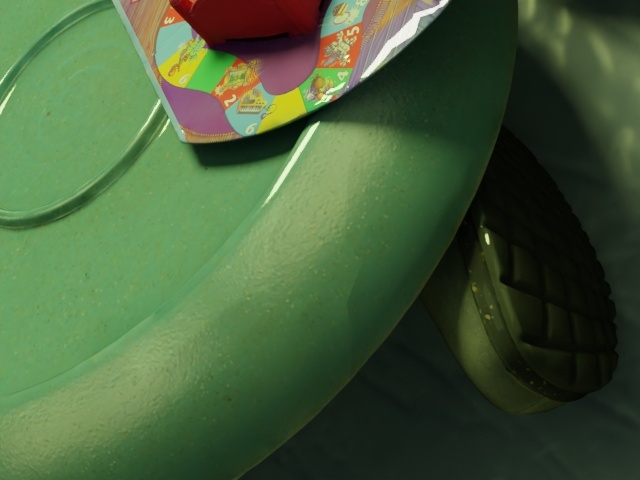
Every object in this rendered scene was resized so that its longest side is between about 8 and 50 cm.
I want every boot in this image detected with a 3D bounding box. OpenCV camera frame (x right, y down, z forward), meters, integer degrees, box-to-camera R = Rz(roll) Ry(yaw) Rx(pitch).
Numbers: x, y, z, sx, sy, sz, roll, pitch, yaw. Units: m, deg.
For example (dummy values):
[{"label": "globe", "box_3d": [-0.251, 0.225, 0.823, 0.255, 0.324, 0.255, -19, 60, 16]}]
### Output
[{"label": "boot", "box_3d": [0.000, 0.000, 0.521, 0.161, 0.083, 0.246, -40, 44, 19]}]

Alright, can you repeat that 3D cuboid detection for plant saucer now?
[{"label": "plant saucer", "box_3d": [-0.079, -0.041, 0.510, 0.318, 0.044, 0.317, -21, 49, 26]}]

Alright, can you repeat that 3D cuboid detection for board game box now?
[{"label": "board game box", "box_3d": [-0.018, -0.109, 0.454, 0.133, 0.033, 0.168, -39, 42, 9]}]
